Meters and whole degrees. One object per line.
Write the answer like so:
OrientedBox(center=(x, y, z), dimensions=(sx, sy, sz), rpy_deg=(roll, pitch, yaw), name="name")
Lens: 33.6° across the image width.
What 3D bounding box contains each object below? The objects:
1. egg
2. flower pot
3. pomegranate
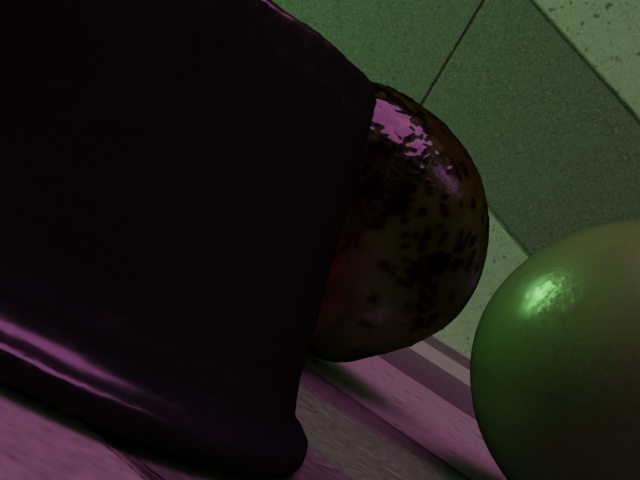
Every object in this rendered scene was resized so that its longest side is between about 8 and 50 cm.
OrientedBox(center=(0.221, 0.097, 0.650), dimensions=(0.269, 0.219, 0.219), rpy_deg=(14, 5, -13), name="egg")
OrientedBox(center=(-0.074, -0.033, 0.412), dimensions=(0.235, 0.148, 0.235), rpy_deg=(30, 0, 0), name="flower pot")
OrientedBox(center=(0.000, 0.000, 0.738), dimensions=(0.214, 0.214, 0.248), rpy_deg=(31, 38, 9), name="pomegranate")
